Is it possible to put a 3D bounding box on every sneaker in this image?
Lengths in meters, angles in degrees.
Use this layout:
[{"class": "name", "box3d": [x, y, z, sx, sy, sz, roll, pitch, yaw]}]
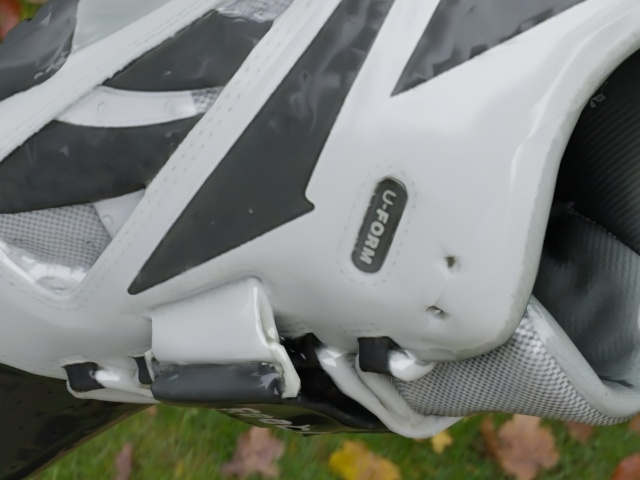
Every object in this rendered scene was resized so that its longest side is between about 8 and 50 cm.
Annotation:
[{"class": "sneaker", "box3d": [0.000, 0.000, 0.432, 0.122, 0.330, 0.146, -7, 61, -50]}]
